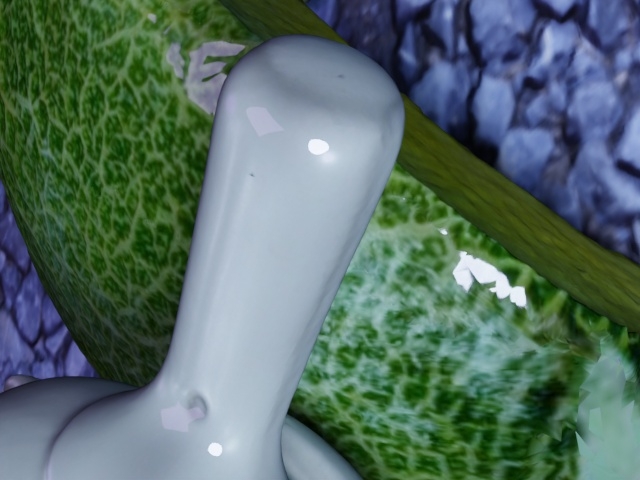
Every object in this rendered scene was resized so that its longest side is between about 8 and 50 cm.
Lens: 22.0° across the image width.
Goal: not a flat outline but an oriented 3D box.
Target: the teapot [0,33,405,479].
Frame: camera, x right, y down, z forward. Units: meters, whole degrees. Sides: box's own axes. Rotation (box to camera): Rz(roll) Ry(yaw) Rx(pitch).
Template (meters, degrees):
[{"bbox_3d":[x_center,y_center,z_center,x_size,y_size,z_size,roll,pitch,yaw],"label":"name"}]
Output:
[{"bbox_3d":[-0.032,0.106,0.553,0.220,0.149,0.318,51,142,4],"label":"teapot"}]

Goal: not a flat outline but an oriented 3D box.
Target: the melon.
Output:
[{"bbox_3d":[0.000,0.000,0.710,0.343,0.226,0.331,-133,35,-54],"label":"melon"}]

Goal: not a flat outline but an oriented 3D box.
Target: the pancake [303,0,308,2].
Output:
[{"bbox_3d":[-0.015,-0.182,0.919,0.129,0.022,0.116,-18,70,50],"label":"pancake"}]
